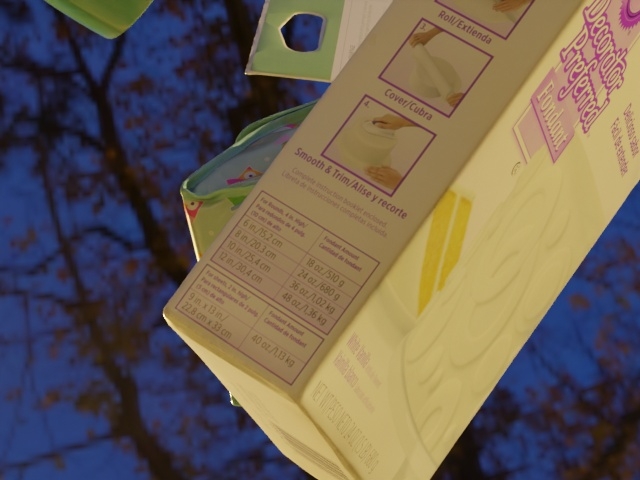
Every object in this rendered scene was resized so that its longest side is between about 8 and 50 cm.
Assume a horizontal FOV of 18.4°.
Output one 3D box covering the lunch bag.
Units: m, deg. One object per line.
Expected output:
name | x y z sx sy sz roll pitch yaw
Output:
lunch bag | 0.000 0.000 1.801 0.160 0.262 0.223 -3 -67 25

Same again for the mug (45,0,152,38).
mug | -0.162 -0.244 1.494 0.097 0.129 0.157 30 -101 -22

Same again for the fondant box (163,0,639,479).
fondant box | 0.076 -0.026 1.103 0.330 0.096 0.238 -55 -25 -11

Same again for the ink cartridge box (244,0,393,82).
ink cartridge box | 0.071 -0.118 1.396 0.235 0.171 0.056 4 -62 3
